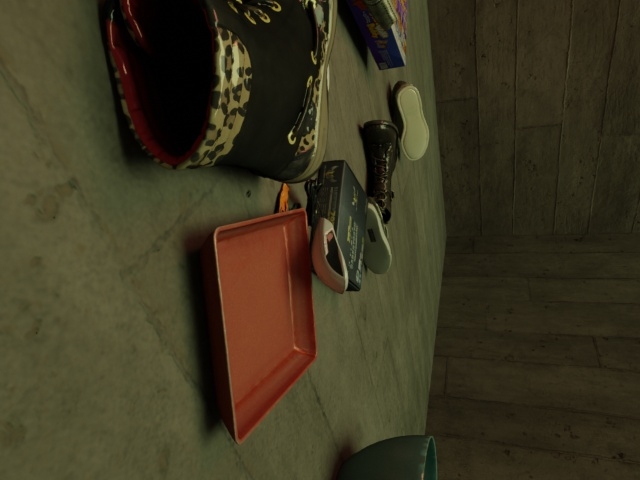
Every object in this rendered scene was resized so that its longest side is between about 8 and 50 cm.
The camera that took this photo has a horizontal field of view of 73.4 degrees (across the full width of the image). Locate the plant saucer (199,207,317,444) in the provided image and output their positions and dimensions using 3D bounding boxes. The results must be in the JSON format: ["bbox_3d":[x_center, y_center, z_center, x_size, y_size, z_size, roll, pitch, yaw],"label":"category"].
[{"bbox_3d":[-0.079,0.094,0.603,0.258,0.048,0.258,-24,110,-67],"label":"plant saucer"}]

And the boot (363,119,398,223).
[{"bbox_3d":[0.174,-0.183,1.203,0.263,0.091,0.228,48,44,-62],"label":"boot"}]

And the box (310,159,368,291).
[{"bbox_3d":[0.044,-0.025,0.907,0.183,0.059,0.232,43,49,-60],"label":"box"}]

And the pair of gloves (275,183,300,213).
[{"bbox_3d":[-0.053,-0.048,0.726,0.083,0.010,0.074,59,36,-53],"label":"pair of gloves"}]

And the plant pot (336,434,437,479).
[{"bbox_3d":[0.141,0.570,0.941,0.290,0.196,0.289,0,90,-69],"label":"plant pot"}]

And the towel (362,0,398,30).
[{"bbox_3d":[0.004,-0.493,0.602,0.312,0.056,0.324,41,27,-45],"label":"towel"}]

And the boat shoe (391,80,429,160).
[{"bbox_3d":[0.326,-0.437,1.578,0.091,0.109,0.304,-107,177,-49],"label":"boat shoe"}]

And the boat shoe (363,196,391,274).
[{"bbox_3d":[0.149,-0.011,1.149,0.070,0.078,0.219,-59,140,-52],"label":"boat shoe"}]

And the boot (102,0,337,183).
[{"bbox_3d":[-0.090,-0.248,0.482,0.284,0.138,0.377,-25,118,-67],"label":"boot"}]

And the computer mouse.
[{"bbox_3d":[0.000,0.000,0.713,0.106,0.042,0.192,107,-29,-57],"label":"computer mouse"}]

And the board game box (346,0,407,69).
[{"bbox_3d":[0.146,-0.626,1.075,0.347,0.078,0.233,20,71,-67],"label":"board game box"}]

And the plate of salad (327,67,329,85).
[{"bbox_3d":[-0.031,-0.277,0.742,0.200,0.048,0.199,10,90,-70],"label":"plate of salad"}]
